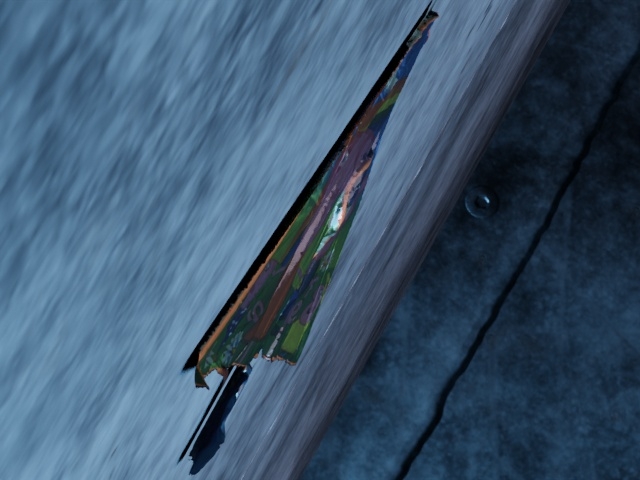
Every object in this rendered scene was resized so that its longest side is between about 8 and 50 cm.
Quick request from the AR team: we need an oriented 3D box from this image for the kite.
[{"bbox_3d":[0.000,0.000,0.848,0.234,0.016,0.321,-61,176,1],"label":"kite"}]
